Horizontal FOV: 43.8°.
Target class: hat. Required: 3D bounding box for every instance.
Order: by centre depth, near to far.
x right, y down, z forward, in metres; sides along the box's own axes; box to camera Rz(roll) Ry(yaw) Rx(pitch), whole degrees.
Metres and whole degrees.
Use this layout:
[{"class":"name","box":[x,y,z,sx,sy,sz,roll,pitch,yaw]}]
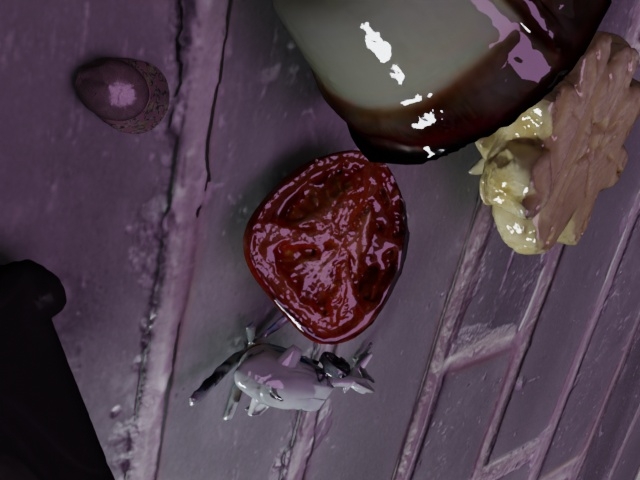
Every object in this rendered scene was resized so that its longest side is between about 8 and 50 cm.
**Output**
[{"class":"hat","box":[-0.142,-0.109,0.605,0.087,0.042,0.058,25,96,-52]}]

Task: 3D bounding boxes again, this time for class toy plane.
[{"class":"toy plane","box":[-0.014,0.159,0.873,0.182,0.107,0.273,-47,145,-7]}]

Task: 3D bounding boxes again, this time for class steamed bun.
[{"class":"steamed bun","box":[0.281,-0.124,0.982,0.295,0.137,0.292,-46,139,-24]}]

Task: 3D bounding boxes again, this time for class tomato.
[{"class":"tomato","box":[0.008,0.001,0.794,0.174,0.082,0.166,-44,108,-15]}]

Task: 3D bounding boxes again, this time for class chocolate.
[{"class":"chocolate","box":[0.073,-0.221,0.624,0.186,0.283,0.284,38,84,-30]}]

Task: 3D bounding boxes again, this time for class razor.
[{"class":"razor","box":[-0.253,0.191,0.600,0.204,0.113,0.349,-30,119,-40]}]
